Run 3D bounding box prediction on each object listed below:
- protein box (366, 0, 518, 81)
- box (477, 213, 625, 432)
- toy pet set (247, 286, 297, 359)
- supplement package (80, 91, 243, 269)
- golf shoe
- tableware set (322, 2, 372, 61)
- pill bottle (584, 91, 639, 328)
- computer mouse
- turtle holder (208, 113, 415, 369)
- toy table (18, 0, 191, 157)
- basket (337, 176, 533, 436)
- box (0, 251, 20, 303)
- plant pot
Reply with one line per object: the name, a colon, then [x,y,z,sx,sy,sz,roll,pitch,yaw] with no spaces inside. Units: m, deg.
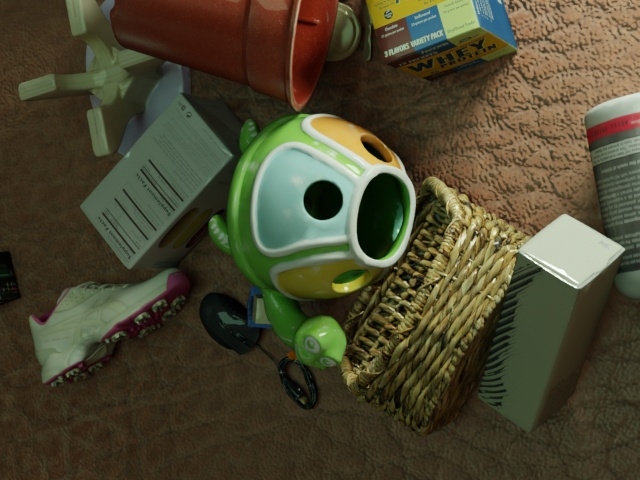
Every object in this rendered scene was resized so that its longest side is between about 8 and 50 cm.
protein box: [0.153,-0.338,1.591,0.136,0.201,0.200,-18,83,23]
box: [0.289,0.110,1.510,0.094,0.113,0.275,34,137,27]
toy pet set: [-0.050,0.112,1.772,0.114,0.065,0.122,4,96,-12]
supplement package: [-0.216,-0.085,1.787,0.244,0.139,0.134,-46,73,18]
golf shoe: [-0.342,0.109,1.859,0.306,0.115,0.140,-33,74,19]
tableware set: [0.024,-0.360,1.737,0.128,0.039,0.194,8,99,11]
pill bottle: [0.444,-0.024,1.482,0.176,0.176,0.319,-11,86,23]
computer mouse: [-0.097,0.167,1.790,0.242,0.041,0.071,40,104,17]
turtle holder: [-0.008,-0.015,1.607,0.227,0.243,0.320,10,63,46]
toy table: [-0.317,-0.256,1.818,0.252,0.161,0.274,-25,82,22]
basket: [0.134,0.083,1.595,0.223,0.213,0.299,34,103,19]
box: [-0.549,0.066,1.977,0.062,0.052,0.083,-17,84,24]
plant pot: [-0.128,-0.334,1.608,0.265,0.272,0.272,12,95,9]
